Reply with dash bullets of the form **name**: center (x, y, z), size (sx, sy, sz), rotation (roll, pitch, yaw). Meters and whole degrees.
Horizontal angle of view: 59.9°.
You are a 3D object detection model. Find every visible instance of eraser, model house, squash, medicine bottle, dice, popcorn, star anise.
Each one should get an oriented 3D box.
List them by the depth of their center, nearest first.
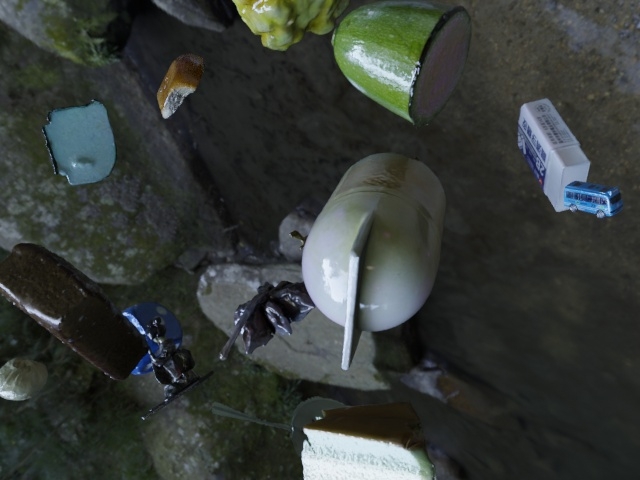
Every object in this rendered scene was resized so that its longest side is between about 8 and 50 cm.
- **medicine bottle**: center (0.095, 0.019, 0.996), size (0.235, 0.406, 0.236), rotation (8, 120, 14)
- **popcorn**: center (-0.040, -0.518, 1.005), size (0.292, 0.334, 0.294), rotation (-11, 110, 26)
- **star anise**: center (-0.100, 0.138, 1.059), size (0.209, 0.231, 0.089), rotation (-24, 100, 23)
- **model house**: center (-0.457, -0.192, 1.076), size (0.148, 0.119, 0.148), rotation (-144, 40, -66)
- **eraser**: center (0.467, -0.175, 1.123), size (0.125, 0.067, 0.210), rotation (75, -175, -47)
- **squash**: center (0.190, -0.492, 1.461), size (0.308, 0.310, 0.310), rotation (29, 154, 25)
- **dice**: center (-0.462, 0.256, 1.466), size (0.146, 0.143, 0.146), rotation (47, -160, 17)

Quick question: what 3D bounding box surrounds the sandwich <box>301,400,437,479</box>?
- **sandwich**: center (0.069, 0.368, 0.891), size (0.227, 0.198, 0.155), rotation (59, -155, -88)

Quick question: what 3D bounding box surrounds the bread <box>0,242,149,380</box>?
- **bread**: center (-0.445, 0.145, 1.040), size (0.165, 0.113, 0.417), rotation (31, 157, 9)

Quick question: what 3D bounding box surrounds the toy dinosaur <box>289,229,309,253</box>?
- **toy dinosaur**: center (0.000, 0.000, 1.441), size (0.126, 0.162, 0.039), rotation (50, 132, 0)

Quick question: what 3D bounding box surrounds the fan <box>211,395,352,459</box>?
- **fan**: center (-0.038, 0.415, 1.209), size (0.414, 0.012, 0.233), rotation (18, -152, -17)

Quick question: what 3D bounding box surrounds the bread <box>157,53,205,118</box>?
- **bread**: center (-0.268, -0.293, 1.035), size (0.044, 0.126, 0.129), rotation (30, -159, -35)

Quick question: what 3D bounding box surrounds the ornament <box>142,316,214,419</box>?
- **ornament**: center (-0.377, 0.285, 1.327), size (0.196, 0.153, 0.166), rotation (59, 177, 5)

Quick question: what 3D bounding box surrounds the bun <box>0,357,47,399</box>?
- **bun**: center (-0.522, 0.236, 0.966), size (0.086, 0.086, 0.055), rotation (24, 123, 39)

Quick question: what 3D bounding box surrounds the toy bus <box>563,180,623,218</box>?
- **toy bus**: center (0.432, -0.067, 0.882), size (0.083, 0.038, 0.046), rotation (24, 134, 53)
